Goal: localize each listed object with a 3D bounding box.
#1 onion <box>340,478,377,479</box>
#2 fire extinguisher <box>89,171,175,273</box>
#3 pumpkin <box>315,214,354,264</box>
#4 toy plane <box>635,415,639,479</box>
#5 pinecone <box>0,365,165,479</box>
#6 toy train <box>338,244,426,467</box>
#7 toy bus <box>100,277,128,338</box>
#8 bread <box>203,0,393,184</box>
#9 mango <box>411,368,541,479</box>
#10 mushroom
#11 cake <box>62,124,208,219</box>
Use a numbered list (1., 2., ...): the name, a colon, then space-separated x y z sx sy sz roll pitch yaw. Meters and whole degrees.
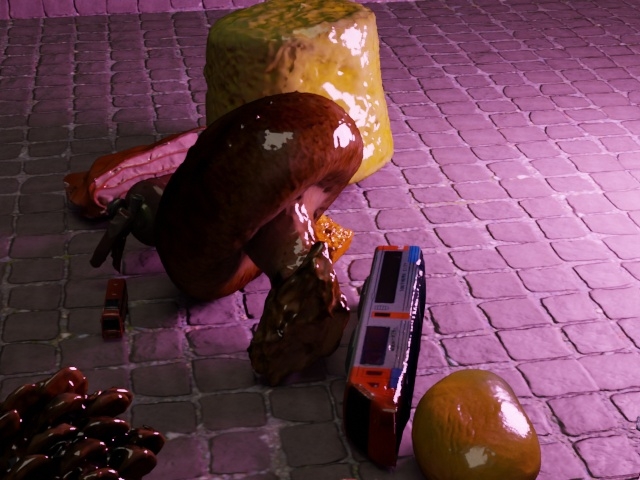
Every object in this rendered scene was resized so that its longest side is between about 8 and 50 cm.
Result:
1. onion: 0.031 0.302 1.093 0.150 0.140 0.150 -4 -17 -1
2. fire extinguisher: -0.220 -0.037 1.744 0.106 0.147 0.337 32 30 27
3. pumpkin: 0.000 0.000 1.738 0.083 0.054 0.074 33 39 14
4. toy plane: 0.356 0.285 1.122 0.155 0.106 0.382 1 29 28
5. pinecone: -0.253 0.254 1.039 0.243 0.243 0.257 -6 47 -12
6. toy train: 0.080 0.133 1.433 0.089 0.086 0.409 3 27 8
7. toy bus: -0.284 0.093 1.558 0.031 0.043 0.110 -2 26 -5
8. bread: -0.044 -0.259 1.974 0.348 0.308 0.348 -3 30 2
9. mango: 0.167 0.216 1.266 0.137 0.091 0.237 3 20 -7
10. mushroom: -0.047 -0.035 1.542 0.356 0.331 0.334 28 18 20
11. cake: -0.282 -0.107 1.861 0.287 0.098 0.135 -18 17 1
